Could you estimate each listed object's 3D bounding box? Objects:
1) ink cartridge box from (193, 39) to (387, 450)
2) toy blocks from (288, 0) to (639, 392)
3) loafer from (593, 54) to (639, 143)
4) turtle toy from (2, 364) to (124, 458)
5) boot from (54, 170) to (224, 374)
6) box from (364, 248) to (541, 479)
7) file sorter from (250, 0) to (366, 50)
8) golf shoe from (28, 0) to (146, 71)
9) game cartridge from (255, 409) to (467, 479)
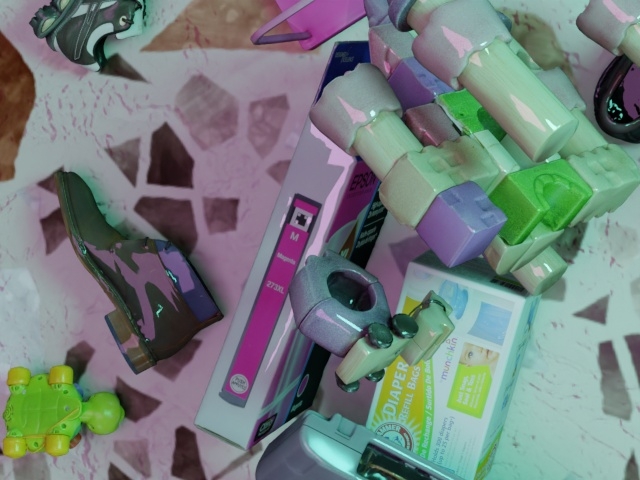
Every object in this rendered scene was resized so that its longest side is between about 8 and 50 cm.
[{"bbox_3d":[0.000,0.000,1.358,0.069,0.175,0.371,23,105,16],"label":"ink cartridge box"},{"bbox_3d":[0.095,-0.100,1.195,0.260,0.288,0.309,50,129,20],"label":"toy blocks"},{"bbox_3d":[0.342,-0.200,1.253,0.109,0.095,0.302,41,109,9],"label":"loafer"},{"bbox_3d":[-0.268,0.179,1.535,0.130,0.066,0.095,-4,73,17],"label":"turtle toy"},{"bbox_3d":[-0.183,0.014,1.492,0.106,0.082,0.219,-25,85,-1],"label":"boot"},{"bbox_3d":[0.120,0.121,1.374,0.114,0.103,0.203,17,104,16],"label":"box"},{"bbox_3d":[-0.028,-0.341,1.313,0.202,0.182,0.291,-30,88,21],"label":"file sorter"},{"bbox_3d":[-0.192,-0.250,1.448,0.094,0.077,0.198,43,116,-3],"label":"golf shoe"},{"bbox_3d":[0.090,0.255,1.346,0.297,0.062,0.198,28,151,-5],"label":"game cartridge"}]
